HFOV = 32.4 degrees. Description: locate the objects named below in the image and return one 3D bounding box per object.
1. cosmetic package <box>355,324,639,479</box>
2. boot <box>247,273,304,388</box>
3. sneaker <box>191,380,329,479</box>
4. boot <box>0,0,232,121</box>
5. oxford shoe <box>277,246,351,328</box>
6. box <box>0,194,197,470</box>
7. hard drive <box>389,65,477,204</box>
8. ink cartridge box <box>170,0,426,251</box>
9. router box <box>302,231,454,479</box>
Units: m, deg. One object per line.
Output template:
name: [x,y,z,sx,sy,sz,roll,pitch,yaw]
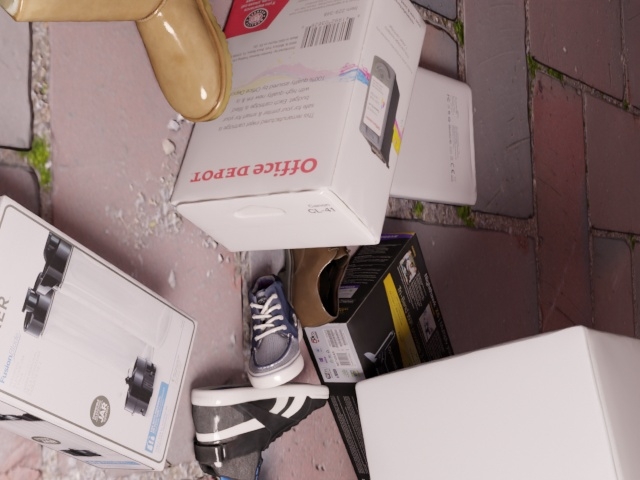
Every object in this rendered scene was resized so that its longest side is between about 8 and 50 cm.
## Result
cosmetic package: [0.304,0.317,1.454,0.393,0.329,0.328,14,62,-55]
boot: [-0.063,0.105,1.308,0.190,0.069,0.086,-95,166,-76]
sneaker: [-0.074,0.231,1.315,0.216,0.079,0.121,5,86,-50]
boot: [-0.218,-0.232,1.125,0.269,0.089,0.236,-13,87,-58]
oxford shoe: [0.000,0.000,1.433,0.082,0.096,0.227,8,78,-56]
box: [-0.248,0.098,1.030,0.290,0.087,0.169,42,52,-48]
hard drive: [0.164,-0.168,1.763,0.318,0.040,0.210,3,84,-58]
ink cartridge box: [-0.021,-0.150,1.292,0.131,0.226,0.306,41,54,-47]
router box: [0.100,0.179,1.585,0.243,0.081,0.309,-48,126,-49]
